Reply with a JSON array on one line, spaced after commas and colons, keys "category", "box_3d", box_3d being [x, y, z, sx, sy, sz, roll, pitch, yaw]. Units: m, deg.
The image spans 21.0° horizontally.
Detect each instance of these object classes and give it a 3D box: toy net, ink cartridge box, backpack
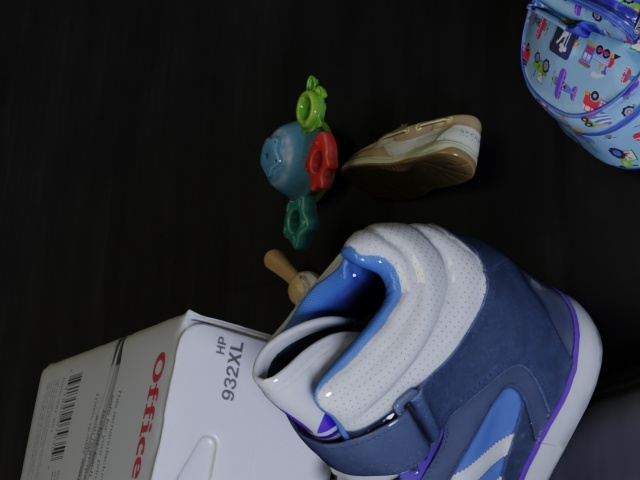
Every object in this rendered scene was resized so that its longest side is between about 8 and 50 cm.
[{"category": "toy net", "box_3d": [0.000, 0.000, 1.301, 0.122, 0.045, 0.232, -40, 51, 52]}, {"category": "ink cartridge box", "box_3d": [-0.116, 0.191, 1.233, 0.307, 0.129, 0.223, -22, 55, 62]}, {"category": "backpack", "box_3d": [0.191, -0.142, 1.100, 0.173, 0.117, 0.158, -60, 38, 15]}]

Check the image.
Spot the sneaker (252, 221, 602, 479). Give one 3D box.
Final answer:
[{"category": "sneaker", "box_3d": [0.024, 0.143, 1.064, 0.130, 0.236, 0.323, 28, 95, 51]}]

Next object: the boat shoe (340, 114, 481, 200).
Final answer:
[{"category": "boat shoe", "box_3d": [0.069, -0.062, 1.264, 0.135, 0.050, 0.045, -7, 52, 50]}]
